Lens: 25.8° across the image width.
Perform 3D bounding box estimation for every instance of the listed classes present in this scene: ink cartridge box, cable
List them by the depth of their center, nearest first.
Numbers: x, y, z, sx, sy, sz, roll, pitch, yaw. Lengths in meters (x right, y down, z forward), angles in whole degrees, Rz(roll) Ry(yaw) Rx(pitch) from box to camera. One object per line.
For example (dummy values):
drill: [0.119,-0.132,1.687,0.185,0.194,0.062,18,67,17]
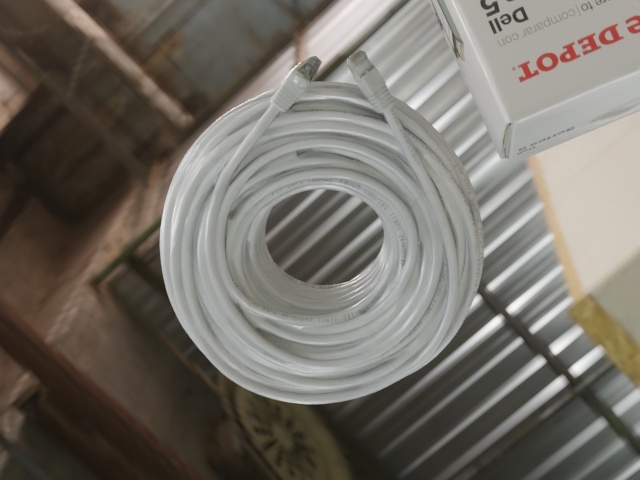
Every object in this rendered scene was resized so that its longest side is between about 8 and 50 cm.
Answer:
ink cartridge box: [0.166,-0.222,0.984,0.115,0.198,0.273,60,-174,-79]
cable: [0.000,0.000,1.114,0.257,0.257,0.089,50,-168,-15]
